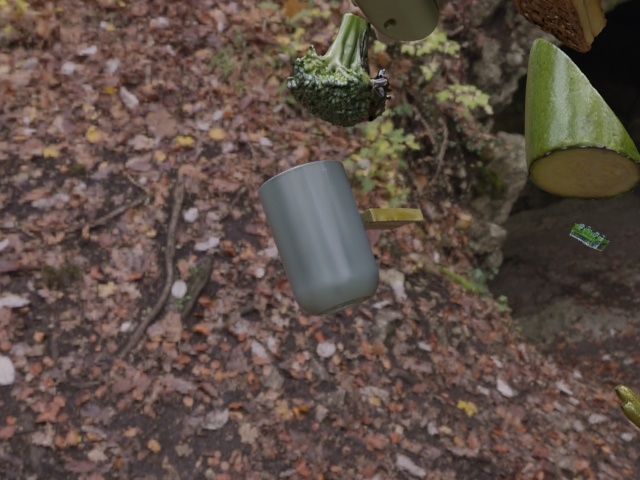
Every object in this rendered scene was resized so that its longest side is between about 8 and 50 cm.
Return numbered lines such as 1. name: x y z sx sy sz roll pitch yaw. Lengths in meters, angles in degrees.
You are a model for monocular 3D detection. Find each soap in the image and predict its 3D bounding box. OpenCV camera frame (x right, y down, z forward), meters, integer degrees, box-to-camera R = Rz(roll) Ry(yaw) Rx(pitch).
1. soap: 0.156 -0.051 1.786 0.092 0.037 0.252 -17 -8 35

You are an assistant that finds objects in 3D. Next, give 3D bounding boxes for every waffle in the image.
1. waffle: 0.478 -0.528 1.506 0.213 0.091 0.308 45 11 28

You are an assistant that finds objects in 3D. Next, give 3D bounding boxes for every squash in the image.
1. squash: 0.427 -0.214 1.172 0.189 0.189 0.260 12 67 0

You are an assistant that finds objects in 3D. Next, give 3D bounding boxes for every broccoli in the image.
1. broccoli: 0.062 -0.376 1.610 0.247 0.243 0.263 11 -6 30

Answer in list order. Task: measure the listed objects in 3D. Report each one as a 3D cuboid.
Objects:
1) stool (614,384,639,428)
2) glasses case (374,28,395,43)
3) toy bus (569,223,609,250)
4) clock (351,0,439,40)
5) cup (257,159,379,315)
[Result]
1. stool: 0.568 0.280 1.201 0.135 0.134 0.110 -36 89 -27
2. glasses case: 0.152 -0.525 1.616 0.092 0.233 0.059 -24 67 3
3. toy bus: 0.582 -0.008 1.564 0.031 0.037 0.083 17 16 -35
4. clock: 0.139 -0.283 0.473 0.324 0.265 0.109 -19 63 19
5. cup: 0.000 0.000 1.605 0.205 0.205 0.312 -11 76 -30
